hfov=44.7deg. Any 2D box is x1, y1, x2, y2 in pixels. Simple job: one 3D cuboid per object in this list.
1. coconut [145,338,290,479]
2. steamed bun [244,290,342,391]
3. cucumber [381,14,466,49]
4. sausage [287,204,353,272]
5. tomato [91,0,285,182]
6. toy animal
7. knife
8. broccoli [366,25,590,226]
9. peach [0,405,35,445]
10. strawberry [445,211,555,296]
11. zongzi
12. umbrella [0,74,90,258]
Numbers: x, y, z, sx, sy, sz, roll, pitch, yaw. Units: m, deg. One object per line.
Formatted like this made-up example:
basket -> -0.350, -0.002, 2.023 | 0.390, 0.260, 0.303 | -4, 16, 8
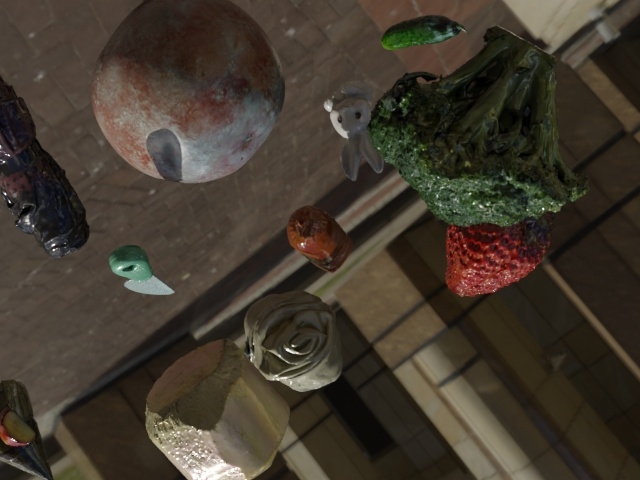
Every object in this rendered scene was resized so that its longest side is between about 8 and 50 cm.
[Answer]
coconut -> -0.110, 0.205, 0.883 | 0.147, 0.152, 0.147 | -29, -159, 13
steamed bun -> -0.059, 0.215, 1.661 | 0.211, 0.217, 0.144 | -6, 170, -4
cucumber -> 0.127, -0.262, 0.969 | 0.037, 0.037, 0.155 | -34, -157, -24
sausage -> 0.000, -0.001, 1.648 | 0.097, 0.094, 0.348 | -56, 165, -3
tomato -> -0.215, -0.247, 1.270 | 0.317, 0.282, 0.316 | -41, 161, -17
toy animal -> 0.076, -0.254, 1.755 | 0.104, 0.220, 0.131 | -18, 147, 19
knife -> -0.289, 0.063, 1.264 | 0.063, 0.034, 0.260 | -21, 162, -6
broccoli -> 0.241, -0.158, 1.145 | 0.283, 0.321, 0.304 | -62, 177, 15
peach -> -0.585, 0.359, 1.479 | 0.050, 0.077, 0.083 | -51, 166, -41
strawberry -> 0.399, 0.003, 1.848 | 0.250, 0.238, 0.288 | 16, 116, -29
zongzi -> -0.692, 0.433, 1.616 | 0.221, 0.242, 0.112 | -21, 175, -10
umbrella -> -0.380, -0.119, 0.934 | 0.090, 0.326, 0.094 | 9, -136, 47
